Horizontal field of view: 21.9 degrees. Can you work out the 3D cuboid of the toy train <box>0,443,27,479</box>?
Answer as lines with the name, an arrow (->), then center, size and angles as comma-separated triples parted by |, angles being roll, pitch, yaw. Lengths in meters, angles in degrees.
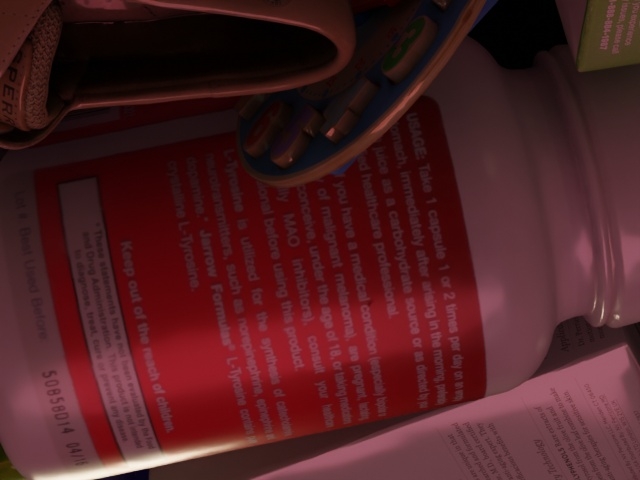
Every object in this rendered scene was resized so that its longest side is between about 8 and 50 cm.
toy train -> -0.215, 0.114, 1.194 | 0.248, 0.143, 0.105 | 9, 143, -31

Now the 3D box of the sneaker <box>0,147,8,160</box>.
sneaker -> -0.253, -0.089, 0.917 | 0.217, 0.121, 0.079 | 15, 126, 15

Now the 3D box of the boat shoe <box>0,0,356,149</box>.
boat shoe -> -0.154, -0.107, 0.779 | 0.341, 0.110, 0.121 | -9, 150, -5

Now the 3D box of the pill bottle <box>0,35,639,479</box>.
pill bottle -> 0.000, 0.000, 1.001 | 0.408, 0.229, 0.229 | -11, 149, -1

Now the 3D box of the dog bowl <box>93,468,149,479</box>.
dog bowl -> -0.089, 0.247, 1.494 | 0.265, 0.104, 0.265 | -9, 149, -5

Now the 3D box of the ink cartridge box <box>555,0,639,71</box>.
ink cartridge box -> 0.263, -0.206, 0.866 | 0.273, 0.114, 0.198 | -9, 149, -4

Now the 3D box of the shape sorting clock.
shape sorting clock -> 0.023, -0.118, 0.849 | 0.206, 0.206, 0.040 | -34, 121, 32

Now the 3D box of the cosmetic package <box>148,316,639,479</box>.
cosmetic package -> 0.064, 0.121, 1.226 | 0.366, 0.197, 0.155 | -22, 126, 16
